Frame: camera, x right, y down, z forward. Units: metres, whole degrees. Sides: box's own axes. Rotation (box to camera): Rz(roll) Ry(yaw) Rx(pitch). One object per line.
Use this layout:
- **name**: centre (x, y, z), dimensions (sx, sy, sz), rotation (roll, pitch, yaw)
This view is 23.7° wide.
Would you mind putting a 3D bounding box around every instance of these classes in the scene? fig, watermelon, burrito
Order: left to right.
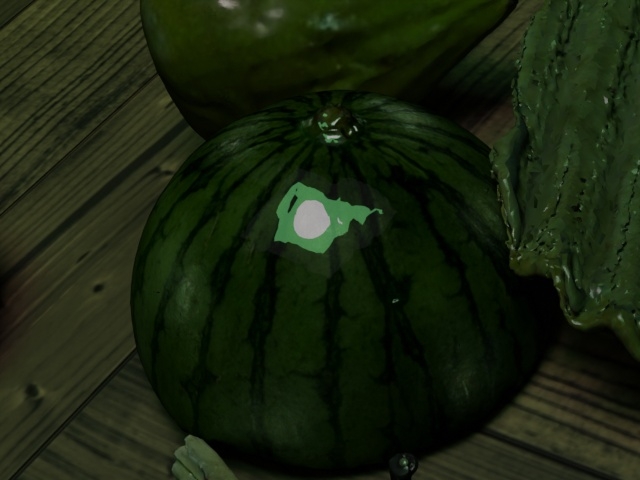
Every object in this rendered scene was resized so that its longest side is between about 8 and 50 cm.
- **burrito**: centre (-0.051, 0.200, 1.020), dimensions (0.045, 0.041, 0.185), rotation (-29, 41, -15)
- **watermelon**: centre (0.000, 0.000, 1.126), dimensions (0.330, 0.189, 0.331), rotation (-14, 36, 11)
- **fig**: centre (0.008, -0.166, 1.291), dimensions (0.314, 0.233, 0.233), rotation (18, 51, 23)

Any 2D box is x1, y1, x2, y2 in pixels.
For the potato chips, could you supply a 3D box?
- **potato chips**: centre (0.307, -0.064, 1.104), dimensions (0.358, 0.070, 0.429), rotation (11, 43, 9)

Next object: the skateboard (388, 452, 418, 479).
- **skateboard**: centre (0.069, 0.211, 0.950), dimensions (0.080, 0.067, 0.151), rotation (-36, 45, -6)
